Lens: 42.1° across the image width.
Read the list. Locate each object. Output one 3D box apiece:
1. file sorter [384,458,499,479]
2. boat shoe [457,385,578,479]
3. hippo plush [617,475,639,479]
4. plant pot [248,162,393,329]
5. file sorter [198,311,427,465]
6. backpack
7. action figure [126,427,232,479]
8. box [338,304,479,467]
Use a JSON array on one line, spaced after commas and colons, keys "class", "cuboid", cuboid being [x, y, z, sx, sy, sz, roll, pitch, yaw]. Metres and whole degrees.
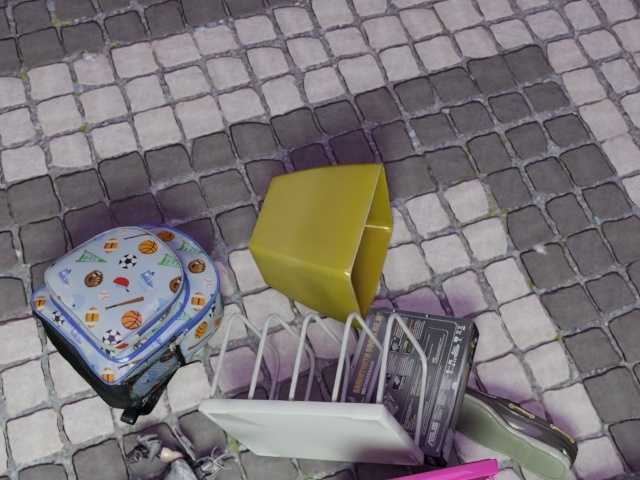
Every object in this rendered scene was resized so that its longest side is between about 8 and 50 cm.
[{"class": "file sorter", "cuboid": [0.132, 0.425, 1.132, 0.202, 0.291, 0.182, -9, 68, -8]}, {"class": "boat shoe", "cuboid": [0.298, 0.294, 1.323, 0.228, 0.081, 0.068, 31, 43, 18]}, {"class": "hippo plush", "cuboid": [0.433, 0.480, 1.169, 0.234, 0.294, 0.236, -12, 83, -42]}, {"class": "plant pot", "cuboid": [0.000, 0.000, 1.385, 0.187, 0.212, 0.212, 9, 63, 15]}, {"class": "file sorter", "cuboid": [0.003, 0.212, 1.227, 0.277, 0.193, 0.173, -3, 57, 25]}, {"class": "backpack", "cuboid": [-0.291, 0.096, 1.319, 0.276, 0.213, 0.263, 42, 58, 19]}, {"class": "action figure", "cuboid": [-0.257, 0.393, 1.230, 0.285, 0.099, 0.185, -28, 60, -20]}, {"class": "box", "cuboid": [0.136, 0.226, 1.319, 0.183, 0.056, 0.231, 5, 61, 26]}]
